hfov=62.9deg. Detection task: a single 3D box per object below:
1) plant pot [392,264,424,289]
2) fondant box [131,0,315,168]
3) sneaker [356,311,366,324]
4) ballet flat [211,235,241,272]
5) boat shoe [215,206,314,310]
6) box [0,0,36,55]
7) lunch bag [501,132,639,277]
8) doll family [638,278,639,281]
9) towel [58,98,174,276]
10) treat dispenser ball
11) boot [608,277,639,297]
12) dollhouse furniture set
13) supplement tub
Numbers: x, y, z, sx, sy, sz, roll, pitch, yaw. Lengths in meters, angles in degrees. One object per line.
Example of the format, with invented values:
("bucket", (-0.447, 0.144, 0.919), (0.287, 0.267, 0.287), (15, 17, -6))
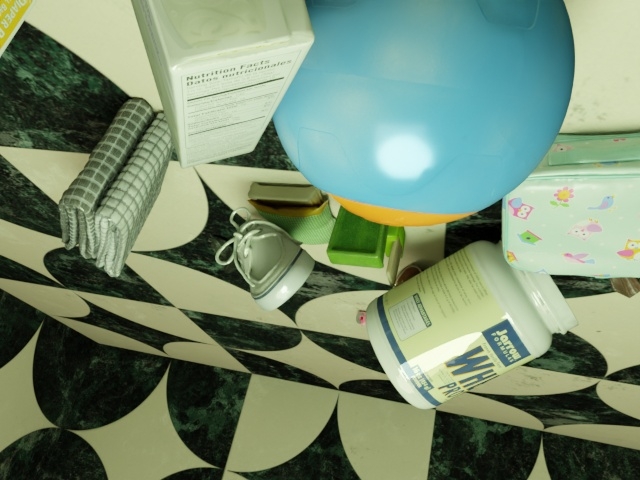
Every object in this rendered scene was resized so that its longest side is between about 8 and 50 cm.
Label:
("plant pot", (0.270, 0.153, 1.219), (0.165, 0.167, 0.167), (13, 156, -16))
("fondant box", (-0.114, -0.214, 0.457), (0.096, 0.238, 0.330), (-17, -178, -15))
("sneaker", (0.168, 0.235, 1.561), (0.119, 0.047, 0.057), (1, 166, 34))
("ballet flat", (-0.246, 0.038, 1.380), (0.049, 0.057, 0.173), (50, 164, 24))
("boat shoe", (-0.118, 0.012, 0.991), (0.156, 0.136, 0.367), (44, -179, -14))
("box", (-0.434, -0.292, 0.617), (0.103, 0.203, 0.114), (10, 156, 11))
("lunch bag", (0.409, -0.052, 0.754), (0.279, 0.108, 0.224), (1, 136, 21))
("doll family", (0.674, 0.086, 0.964), (0.193, 0.076, 0.111), (7, 149, 5))
("towel", (-0.370, -0.092, 0.955), (0.121, 0.235, 0.284), (25, 152, -13))
("treat dispenser ball", (0.092, -0.158, 0.517), (0.288, 0.288, 0.288), (12, 154, 6))
("boot", (0.571, 0.058, 0.951), (0.106, 0.037, 0.114), (-1, 129, 56))
("dollhouse furniture set", (0.000, 0.000, 1.038), (0.301, 0.151, 0.197), (5, 153, 20))
("supplement tub", (0.274, 0.145, 0.980), (0.325, 0.235, 0.235), (-32, 136, 16))
